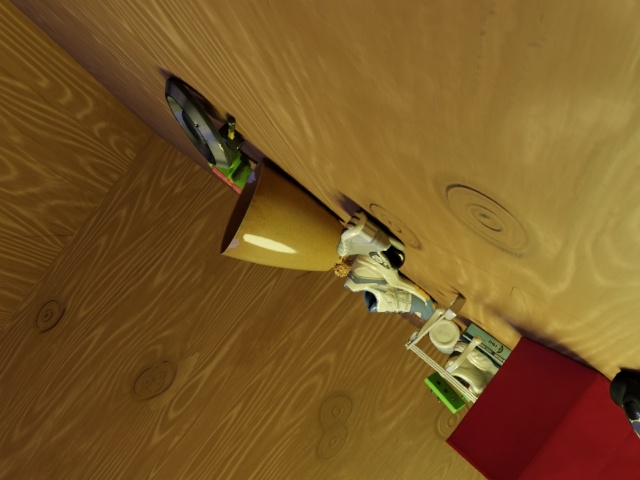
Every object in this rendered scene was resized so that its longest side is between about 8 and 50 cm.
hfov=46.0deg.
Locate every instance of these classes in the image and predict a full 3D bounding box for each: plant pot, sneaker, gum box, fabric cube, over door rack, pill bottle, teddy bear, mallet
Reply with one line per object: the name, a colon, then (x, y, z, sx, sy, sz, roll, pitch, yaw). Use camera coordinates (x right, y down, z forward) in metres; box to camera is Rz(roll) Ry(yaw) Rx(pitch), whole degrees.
plant pot: (-0.076, -0.026, 1.788, 0.254, 0.237, 0.237, 25, 179, -14)
sneaker: (0.178, 0.142, 1.962, 0.296, 0.131, 0.112, 38, 175, -27)
gum box: (0.429, 0.274, 1.900, 0.157, 0.041, 0.184, 36, 175, 12)
sneaker: (0.106, 0.020, 1.514, 0.132, 0.086, 0.229, 35, 175, 7)
fabric cube: (0.440, 0.375, 1.379, 0.259, 0.258, 0.254, 38, 175, -17)
over door rack: (0.344, 0.243, 1.677, 0.239, 0.108, 0.324, 39, 156, 5)
pill bottle: (0.370, 0.283, 2.200, 0.087, 0.087, 0.160, 36, 175, 22)
sneaker: (0.426, 0.361, 1.864, 0.271, 0.108, 0.100, 35, 174, 2)
teddy bear: (0.000, 0.000, 2.056, 0.245, 0.113, 0.338, 43, 174, -34)
mallet: (-0.197, -0.240, 1.601, 0.062, 0.039, 0.190, 40, 172, 4)

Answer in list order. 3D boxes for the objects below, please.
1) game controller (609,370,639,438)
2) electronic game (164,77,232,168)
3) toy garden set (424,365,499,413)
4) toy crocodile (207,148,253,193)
game controller: (0.511, 0.323, 1.033, 0.319, 0.067, 0.166, 57, -169, 4)
electronic game: (-0.265, -0.253, 1.638, 0.229, 0.048, 0.229, 50, 168, 15)
toy garden set: (0.402, 0.391, 1.922, 0.244, 0.049, 0.204, -21, -121, -41)
toy crocodile: (-0.194, -0.158, 1.970, 0.340, 0.105, 0.115, 37, 176, 15)
